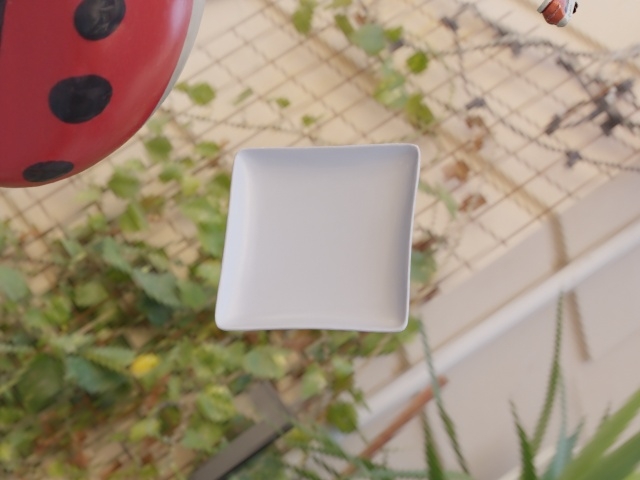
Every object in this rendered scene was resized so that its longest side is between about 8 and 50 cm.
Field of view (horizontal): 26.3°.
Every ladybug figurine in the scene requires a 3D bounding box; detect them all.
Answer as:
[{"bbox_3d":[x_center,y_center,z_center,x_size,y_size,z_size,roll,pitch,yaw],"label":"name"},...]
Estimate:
[{"bbox_3d":[-0.244,-0.201,1.070,0.162,0.305,0.449,-82,-179,-46],"label":"ladybug figurine"}]

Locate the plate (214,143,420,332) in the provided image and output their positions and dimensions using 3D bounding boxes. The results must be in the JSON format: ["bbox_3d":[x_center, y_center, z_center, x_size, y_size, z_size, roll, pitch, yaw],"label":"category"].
[{"bbox_3d":[0.000,0.000,1.920,0.045,0.278,0.277,53,40,-65],"label":"plate"}]

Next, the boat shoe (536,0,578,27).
[{"bbox_3d":[0.323,-0.316,1.824,0.043,0.049,0.137,39,28,1],"label":"boat shoe"}]
